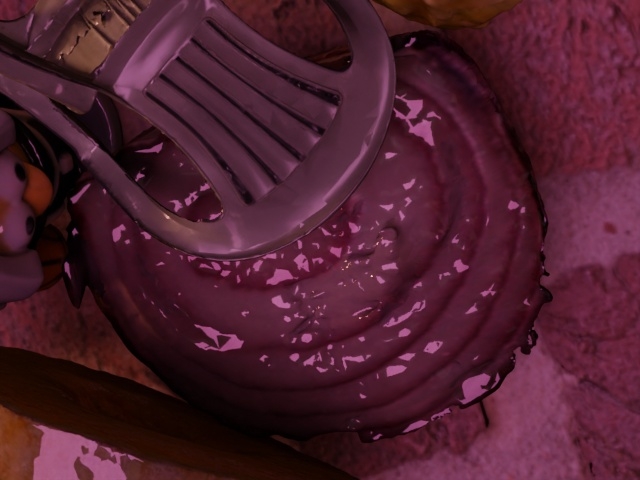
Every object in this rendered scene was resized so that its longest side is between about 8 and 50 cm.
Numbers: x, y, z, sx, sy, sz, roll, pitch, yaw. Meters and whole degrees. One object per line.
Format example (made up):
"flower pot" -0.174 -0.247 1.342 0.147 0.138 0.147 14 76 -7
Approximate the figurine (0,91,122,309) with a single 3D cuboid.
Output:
"figurine" -0.229 -0.031 1.132 0.133 0.236 0.176 -6 105 16

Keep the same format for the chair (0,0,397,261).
"chair" -0.111 -0.131 0.980 0.275 0.190 0.203 33 100 -39

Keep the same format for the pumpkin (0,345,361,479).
"pumpkin" -0.151 0.200 1.111 0.332 0.332 0.199 22 87 7

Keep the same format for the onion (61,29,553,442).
"onion" 0.000 0.000 1.145 0.314 0.146 0.280 -21 115 11

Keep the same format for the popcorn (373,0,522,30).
"popcorn" 0.096 -0.239 1.015 0.221 0.184 0.204 -21 94 21
